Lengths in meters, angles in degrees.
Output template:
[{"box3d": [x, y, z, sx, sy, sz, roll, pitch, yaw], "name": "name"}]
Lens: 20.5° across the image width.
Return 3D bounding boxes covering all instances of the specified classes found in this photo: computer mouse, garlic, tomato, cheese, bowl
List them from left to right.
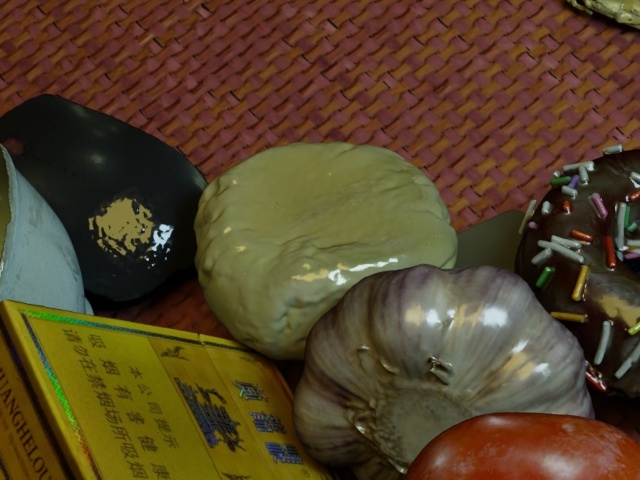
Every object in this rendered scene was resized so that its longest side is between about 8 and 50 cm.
[{"box3d": [-0.284, 0.082, 1.530, 0.313, 0.146, 0.313, -37, 40, 40], "name": "bowl"}, {"box3d": [-0.229, -0.047, 1.655, 0.295, 0.087, 0.168, 29, 70, 27], "name": "computer mouse"}, {"box3d": [0.000, 0.000, 1.542, 0.226, 0.117, 0.214, -9, 44, -15], "name": "cheese"}, {"box3d": [0.101, 0.119, 1.426, 0.245, 0.245, 0.160, 5, 25, 13], "name": "garlic"}, {"box3d": [0.154, 0.226, 1.247, 0.232, 0.188, 0.232, 0, 86, -6], "name": "tomato"}]

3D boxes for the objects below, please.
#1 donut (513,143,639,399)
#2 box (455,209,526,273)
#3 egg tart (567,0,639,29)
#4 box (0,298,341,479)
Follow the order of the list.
[{"box3d": [0.291, 0.024, 1.479, 0.270, 0.103, 0.269, 1, 45, -1], "name": "donut"}, {"box3d": [0.167, 0.039, 1.564, 0.091, 0.031, 0.126, -26, 57, -6], "name": "box"}, {"box3d": [0.343, -0.324, 1.722, 0.279, 0.095, 0.279, -4, 59, 6], "name": "egg tart"}, {"box3d": [-0.123, 0.161, 1.388, 0.084, 0.301, 0.193, -46, 55, 23], "name": "box"}]
